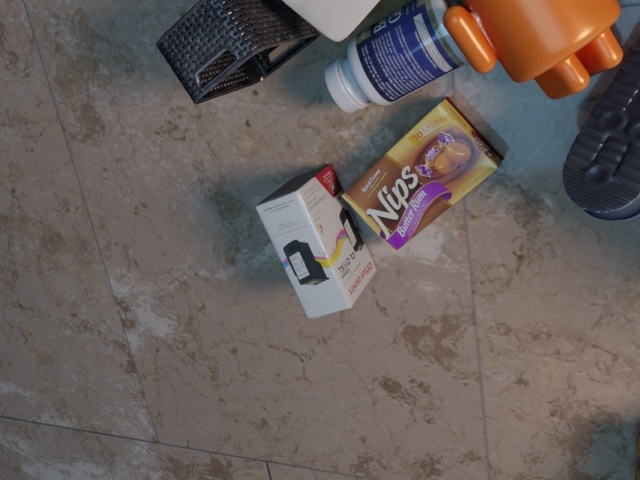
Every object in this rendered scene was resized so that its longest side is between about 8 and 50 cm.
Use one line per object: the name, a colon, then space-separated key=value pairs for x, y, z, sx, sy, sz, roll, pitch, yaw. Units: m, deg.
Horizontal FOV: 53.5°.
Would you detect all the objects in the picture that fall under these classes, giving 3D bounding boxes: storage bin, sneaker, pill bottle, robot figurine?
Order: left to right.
storage bin: x=-0.097 y=-0.248 z=0.783 sx=0.122 sy=0.180 sz=0.084 roll=-29 pitch=99 yaw=32
pill bottle: x=0.091 y=-0.219 z=0.758 sx=0.169 sy=0.094 sz=0.094 roll=-23 pitch=101 yaw=31
robot figurine: x=0.219 y=-0.255 z=0.661 sx=0.158 sy=0.128 sz=0.219 roll=-30 pitch=97 yaw=38
sneaker: x=0.376 y=-0.159 z=0.659 sx=0.112 sy=0.131 sz=0.319 roll=45 pitch=107 yaw=33

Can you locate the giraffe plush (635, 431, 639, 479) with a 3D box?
giraffe plush: x=0.517 y=0.320 z=0.775 sx=0.170 sy=0.210 sz=0.181 roll=-10 pitch=104 yaw=-3

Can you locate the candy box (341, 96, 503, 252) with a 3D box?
candy box: x=0.129 y=-0.082 z=0.828 sx=0.109 sy=0.053 sz=0.187 roll=48 pitch=122 yaw=-1

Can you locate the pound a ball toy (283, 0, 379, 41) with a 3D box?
pound a ball toy: x=0.068 y=-0.351 z=0.618 sx=0.136 sy=0.208 sz=0.319 roll=36 pitch=129 yaw=-15

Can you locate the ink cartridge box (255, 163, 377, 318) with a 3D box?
ink cartridge box: x=0.000 y=0.000 z=0.881 sx=0.072 sy=0.127 sz=0.175 roll=-18 pitch=105 yaw=28
